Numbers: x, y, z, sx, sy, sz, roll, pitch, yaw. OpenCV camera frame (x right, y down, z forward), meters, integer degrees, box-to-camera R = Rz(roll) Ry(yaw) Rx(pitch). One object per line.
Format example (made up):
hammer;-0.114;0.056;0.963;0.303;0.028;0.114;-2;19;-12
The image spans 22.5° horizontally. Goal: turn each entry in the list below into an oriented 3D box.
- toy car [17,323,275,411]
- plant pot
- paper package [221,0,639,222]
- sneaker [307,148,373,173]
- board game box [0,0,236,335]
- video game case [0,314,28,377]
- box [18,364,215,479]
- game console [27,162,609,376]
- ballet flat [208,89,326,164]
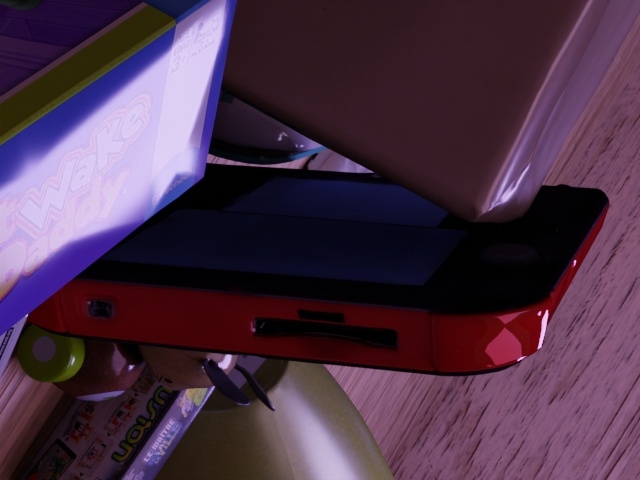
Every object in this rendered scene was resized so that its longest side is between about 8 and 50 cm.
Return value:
toy car;-0.127;0.096;1.348;0.149;0.188;0.155;-60;164;3
plant pot;-0.072;0.210;1.670;0.275;0.275;0.293;-50;145;-30
paper package;0.061;-0.210;1.115;0.309;0.325;0.168;-61;165;3
sneaker;0.057;-0.075;1.771;0.235;0.095;0.090;-43;159;-41
board game box;-0.232;-0.072;0.441;0.233;0.347;0.078;-44;158;-44
video game case;-0.199;0.007;0.813;0.212;0.023;0.193;-65;157;9
box;-0.180;0.168;1.454;0.207;0.114;0.036;-56;135;-11
game console;0.000;0.000;1.190;0.342;0.386;0.060;-47;139;-63
ballet flat;0.012;-0.150;1.471;0.139;0.139;0.400;-64;162;18
